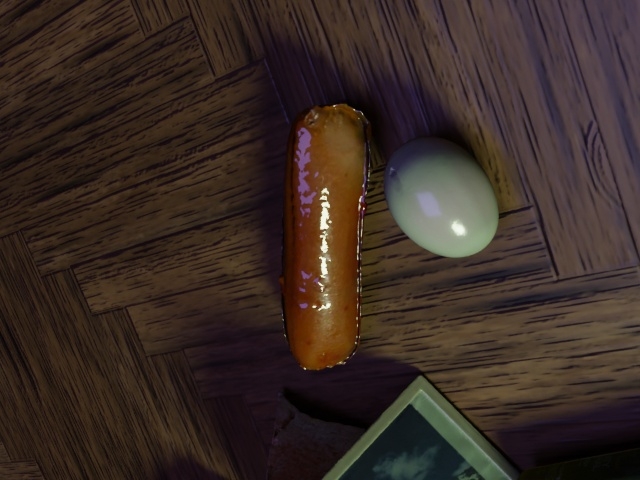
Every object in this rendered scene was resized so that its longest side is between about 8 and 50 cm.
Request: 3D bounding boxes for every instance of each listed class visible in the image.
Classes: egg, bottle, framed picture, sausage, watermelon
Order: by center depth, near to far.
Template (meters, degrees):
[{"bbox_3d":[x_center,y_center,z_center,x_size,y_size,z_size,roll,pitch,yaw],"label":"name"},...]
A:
[{"bbox_3d":[0.342,0.250,0.778,0.286,0.082,0.082,-25,95,37],"label":"bottle"},{"bbox_3d":[0.123,-0.044,0.785,0.103,0.103,0.135,-39,88,37],"label":"egg"},{"bbox_3d":[0.096,0.313,0.854,0.209,0.281,0.019,43,152,9],"label":"framed picture"},{"bbox_3d":[0.000,0.000,0.885,0.102,0.102,0.331,16,118,27],"label":"sausage"},{"bbox_3d":[-0.019,0.339,0.991,0.193,0.232,0.310,19,163,23],"label":"watermelon"}]
